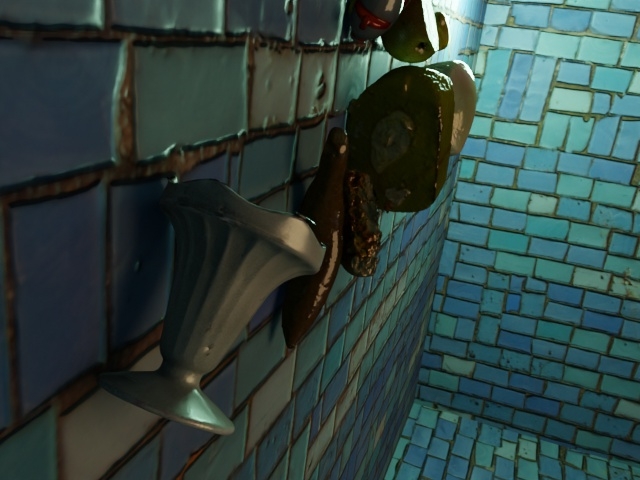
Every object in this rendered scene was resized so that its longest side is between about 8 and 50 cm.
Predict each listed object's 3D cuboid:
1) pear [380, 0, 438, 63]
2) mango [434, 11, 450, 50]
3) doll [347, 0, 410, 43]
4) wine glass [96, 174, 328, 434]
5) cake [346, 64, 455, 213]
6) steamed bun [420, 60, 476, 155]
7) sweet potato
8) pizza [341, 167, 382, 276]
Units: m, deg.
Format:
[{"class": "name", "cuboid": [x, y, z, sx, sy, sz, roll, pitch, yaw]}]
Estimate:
[{"class": "pear", "cuboid": [0.162, -0.404, 1.144, 0.141, 0.104, 0.140, -13, 90, -69]}, {"class": "mango", "cuboid": [0.306, -0.544, 1.570, 0.114, 0.061, 0.080, 49, 52, -65]}, {"class": "doll", "cuboid": [0.102, -0.386, 0.977, 0.142, 0.076, 0.245, -50, -177, 42]}, {"class": "wine glass", "cuboid": [-0.102, 0.057, 0.545, 0.196, 0.165, 0.165, -66, 161, -14]}, {"class": "cake", "cuboid": [0.144, -0.185, 1.107, 0.156, 0.179, 0.260, -55, 149, -53]}, {"class": "steamed bun", "cuboid": [0.278, -0.329, 1.480, 0.153, 0.170, 0.238, 29, 70, -48]}, {"class": "sweet potato", "cuboid": [0.001, -0.005, 0.920, 0.108, 0.079, 0.345, -88, -171, -71]}, {"class": "pizza", "cuboid": [0.048, -0.037, 1.016, 0.127, 0.058, 0.246, -46, -142, 50]}]
